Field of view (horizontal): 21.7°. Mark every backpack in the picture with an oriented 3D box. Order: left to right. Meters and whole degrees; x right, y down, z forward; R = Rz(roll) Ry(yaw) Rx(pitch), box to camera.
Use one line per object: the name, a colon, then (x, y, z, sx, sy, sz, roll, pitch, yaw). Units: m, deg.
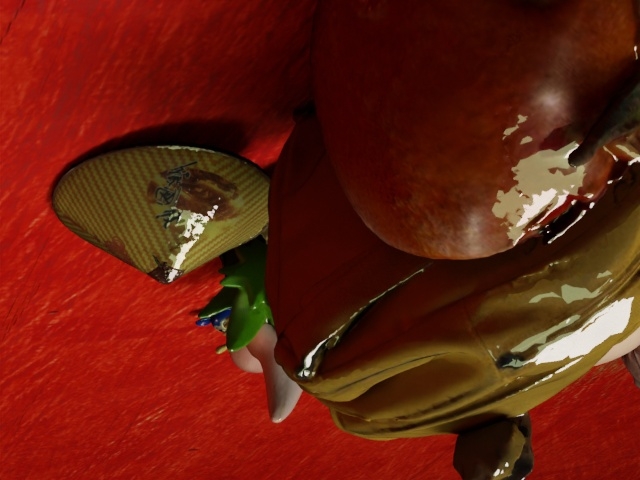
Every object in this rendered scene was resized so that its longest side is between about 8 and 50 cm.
backpack: (0.125, -0.014, 1.242, 0.378, 0.353, 0.201, -22, 138, 34)

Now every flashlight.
flashlight: (-0.074, 0.084, 1.800, 0.121, 0.035, 0.057, 3, 152, -41)

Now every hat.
hat: (-0.128, -0.001, 1.400, 0.193, 0.082, 0.193, -4, 151, -2)

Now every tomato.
tomato: (0.090, -0.148, 1.082, 0.309, 0.309, 0.170, -28, 133, 30)

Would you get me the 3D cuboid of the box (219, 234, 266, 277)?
box: (0.000, 0.000, 1.627, 0.201, 0.042, 0.212, -11, 158, -10)

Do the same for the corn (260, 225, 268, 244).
corn: (0.079, -0.063, 1.461, 0.288, 0.086, 0.086, -19, 160, 13)

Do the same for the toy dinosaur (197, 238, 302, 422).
toy dinosaur: (-0.054, 0.089, 1.560, 0.152, 0.194, 0.177, -6, 133, -24)

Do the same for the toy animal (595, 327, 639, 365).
toy animal: (0.205, 0.019, 1.568, 0.210, 0.229, 0.221, -5, 160, -14)

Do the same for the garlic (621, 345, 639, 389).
garlic: (0.480, 0.114, 2.209, 0.257, 0.207, 0.207, 39, 130, -24)
